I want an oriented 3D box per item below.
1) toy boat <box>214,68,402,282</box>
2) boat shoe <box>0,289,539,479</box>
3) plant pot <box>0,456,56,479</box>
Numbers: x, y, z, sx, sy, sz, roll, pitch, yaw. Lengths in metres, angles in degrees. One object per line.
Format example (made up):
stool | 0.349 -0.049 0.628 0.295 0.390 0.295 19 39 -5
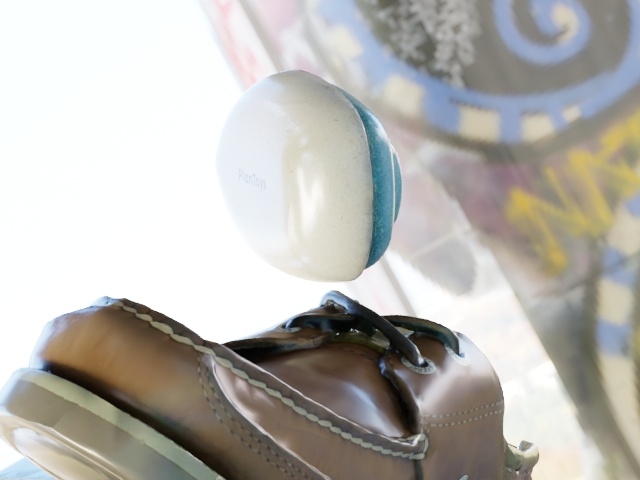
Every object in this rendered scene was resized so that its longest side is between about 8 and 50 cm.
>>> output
toy boat | 0.000 0.000 1.550 0.148 0.318 0.267 -7 19 -23
boat shoe | -0.001 0.064 0.538 0.104 0.110 0.307 -59 -24 -9
plant pot | -0.132 0.277 1.681 0.247 0.248 0.252 -9 20 47
